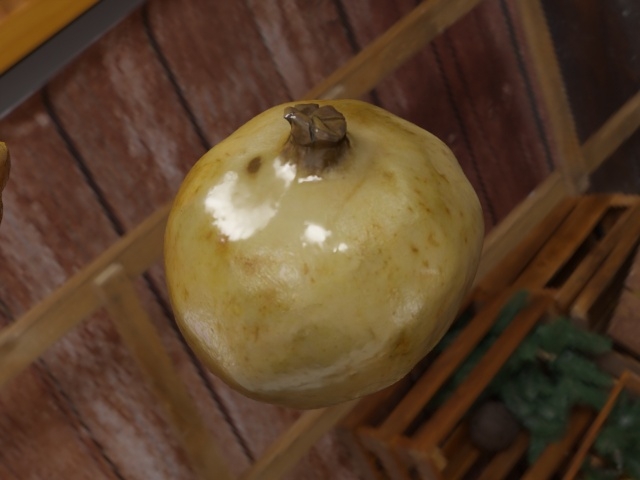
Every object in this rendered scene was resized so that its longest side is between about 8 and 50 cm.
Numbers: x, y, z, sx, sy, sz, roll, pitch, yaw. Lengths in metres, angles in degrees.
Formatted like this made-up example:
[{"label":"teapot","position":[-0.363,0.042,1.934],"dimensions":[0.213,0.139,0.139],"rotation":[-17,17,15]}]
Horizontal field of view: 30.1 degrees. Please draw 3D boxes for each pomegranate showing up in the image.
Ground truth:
[{"label":"pomegranate","position":[0.000,0.000,0.664],"dimensions":[0.196,0.196,0.196],"rotation":[30,147,22]}]

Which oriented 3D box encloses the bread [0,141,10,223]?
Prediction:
[{"label":"bread","position":[-0.241,0.014,0.607],"dimensions":[0.094,0.245,0.102],"rotation":[29,123,1]}]
